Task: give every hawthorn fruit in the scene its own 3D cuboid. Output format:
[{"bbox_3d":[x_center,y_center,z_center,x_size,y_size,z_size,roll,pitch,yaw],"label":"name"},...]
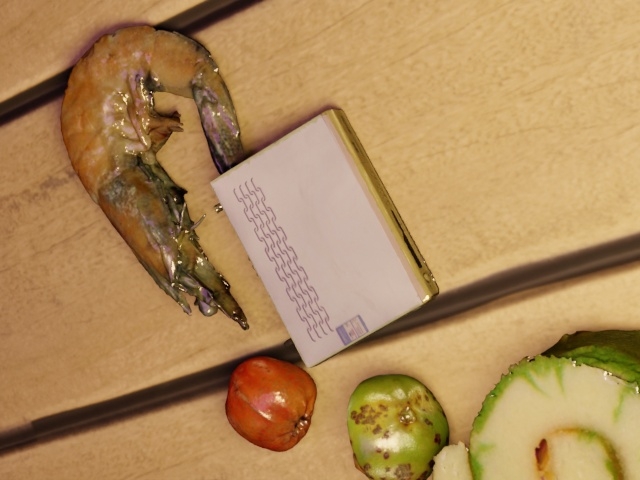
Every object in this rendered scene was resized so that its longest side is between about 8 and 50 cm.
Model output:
[{"bbox_3d":[-0.065,0.210,2.074,0.128,0.128,0.128,8,104,33],"label":"hawthorn fruit"}]

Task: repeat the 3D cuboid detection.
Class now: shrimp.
[{"bbox_3d":[-0.185,-0.085,2.124,0.272,0.085,0.445,-36,76,28],"label":"shrimp"}]

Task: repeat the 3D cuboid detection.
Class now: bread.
[{"bbox_3d":[0.299,0.283,1.826,0.382,0.129,0.366,1,103,35],"label":"bread"}]

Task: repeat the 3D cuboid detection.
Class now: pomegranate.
[{"bbox_3d":[0.096,0.240,1.967,0.122,0.169,0.143,-12,57,0],"label":"pomegranate"}]

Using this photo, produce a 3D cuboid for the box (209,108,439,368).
[{"bbox_3d":[0.000,0.000,1.997,0.211,0.045,0.270,-32,81,16],"label":"box"}]
